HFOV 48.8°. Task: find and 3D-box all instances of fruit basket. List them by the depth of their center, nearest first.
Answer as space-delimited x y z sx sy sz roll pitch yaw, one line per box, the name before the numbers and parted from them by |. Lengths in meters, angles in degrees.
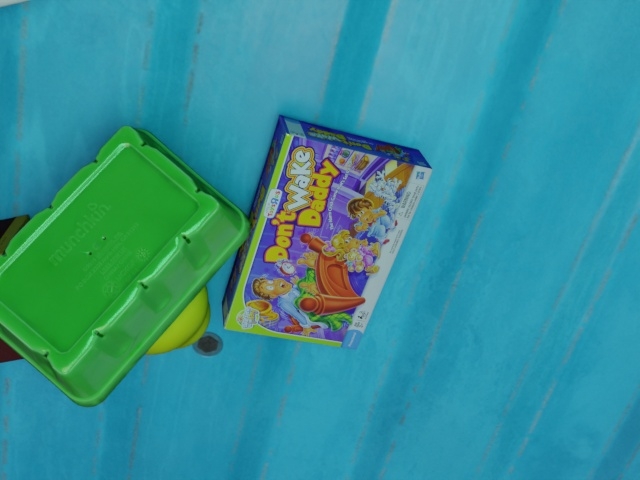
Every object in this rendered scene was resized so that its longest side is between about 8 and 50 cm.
fruit basket | -0.288 0.048 1.051 0.283 0.392 0.392 40 110 0

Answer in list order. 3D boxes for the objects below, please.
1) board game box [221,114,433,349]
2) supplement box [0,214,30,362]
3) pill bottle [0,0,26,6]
board game box | 0.000 0.000 1.118 0.233 0.078 0.347 11 117 -17
supplement box | -0.539 0.087 1.117 0.194 0.129 0.191 -10 119 2
pill bottle | -0.409 -0.410 0.858 0.131 0.131 0.229 -11 118 3
